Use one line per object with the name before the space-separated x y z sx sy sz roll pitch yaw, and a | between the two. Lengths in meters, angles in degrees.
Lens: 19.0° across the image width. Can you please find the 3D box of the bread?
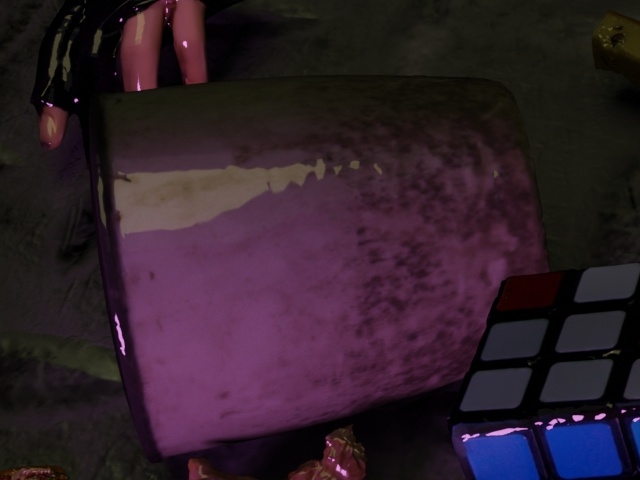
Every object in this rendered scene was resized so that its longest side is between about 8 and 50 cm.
bread | 0.330 -0.124 1.670 0.049 0.088 0.226 -40 46 -20

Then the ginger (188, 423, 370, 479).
ginger | -0.095 0.228 1.419 0.290 0.122 0.084 -19 10 1

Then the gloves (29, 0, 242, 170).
gloves | -0.184 -0.197 1.881 0.197 0.152 0.301 -10 50 49

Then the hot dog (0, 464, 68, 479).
hot dog | -0.243 0.198 1.552 0.083 0.021 0.037 -10 44 9

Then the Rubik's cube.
Rubik's cube | 0.190 0.121 1.195 0.162 0.160 0.163 -6 32 25

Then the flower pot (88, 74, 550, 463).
flower pot | 0.000 0.000 1.496 0.330 0.293 0.293 -11 42 -1
